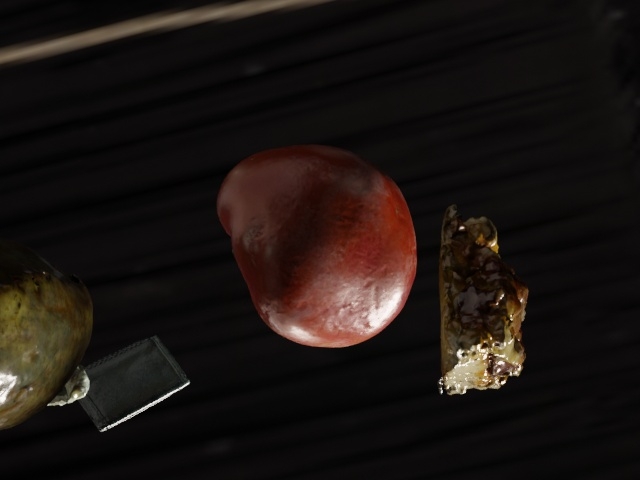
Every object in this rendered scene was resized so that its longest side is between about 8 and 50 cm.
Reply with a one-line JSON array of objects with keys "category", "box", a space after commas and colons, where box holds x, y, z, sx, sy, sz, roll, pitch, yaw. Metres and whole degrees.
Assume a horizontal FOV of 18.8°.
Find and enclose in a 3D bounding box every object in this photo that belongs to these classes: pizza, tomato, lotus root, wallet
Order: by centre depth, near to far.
[{"category": "pizza", "box": [0.123, 0.059, 1.454, 0.194, 0.069, 0.154, -79, 170, -79]}, {"category": "lotus root", "box": [-0.268, 0.077, 1.523, 0.275, 0.160, 0.152, -32, 124, -82]}, {"category": "tomato", "box": [0.000, 0.000, 1.653, 0.187, 0.151, 0.187, 49, 33, -48]}, {"category": "wallet", "box": [-0.236, 0.174, 2.365, 0.088, 0.129, 0.026, 52, -25, 25]}]

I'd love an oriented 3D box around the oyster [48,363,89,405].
[{"category": "oyster", "box": [-0.283, 0.096, 1.873, 0.177, 0.064, 0.125, 65, -27, 20]}]
